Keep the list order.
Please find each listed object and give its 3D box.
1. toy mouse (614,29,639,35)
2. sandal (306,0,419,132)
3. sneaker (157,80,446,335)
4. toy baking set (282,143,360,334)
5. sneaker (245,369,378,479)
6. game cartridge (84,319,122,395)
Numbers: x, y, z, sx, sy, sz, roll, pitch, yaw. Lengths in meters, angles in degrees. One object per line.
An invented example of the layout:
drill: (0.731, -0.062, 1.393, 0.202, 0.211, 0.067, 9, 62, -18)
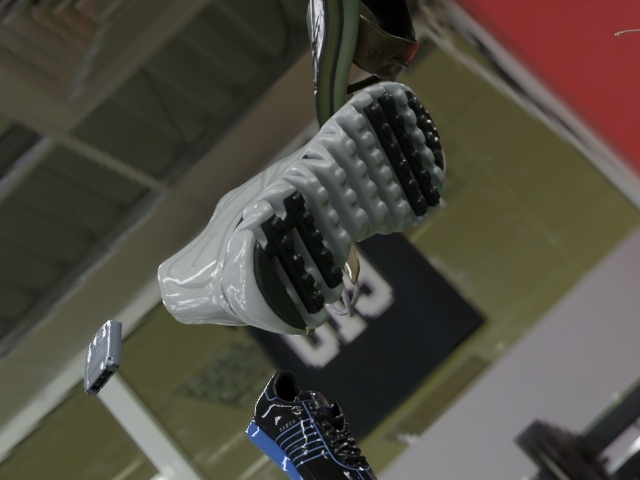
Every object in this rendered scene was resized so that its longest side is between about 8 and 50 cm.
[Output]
toy mouse: (0.389, -0.229, 1.703, 0.161, 0.143, 0.031, -56, -28, -78)
sandal: (0.037, -0.170, 1.239, 0.086, 0.120, 0.302, -1, -39, -5)
sneaker: (-0.008, -0.027, 1.126, 0.118, 0.110, 0.292, -14, 17, 38)
toy baking set: (-0.002, -0.007, 1.670, 0.030, 0.196, 0.256, -7, -10, -20)
sneaker: (0.003, 0.233, 1.823, 0.081, 0.232, 0.090, 8, -72, -47)
game cartridge: (-0.216, 0.114, 1.580, 0.017, 0.056, 0.083, 9, -30, -24)
